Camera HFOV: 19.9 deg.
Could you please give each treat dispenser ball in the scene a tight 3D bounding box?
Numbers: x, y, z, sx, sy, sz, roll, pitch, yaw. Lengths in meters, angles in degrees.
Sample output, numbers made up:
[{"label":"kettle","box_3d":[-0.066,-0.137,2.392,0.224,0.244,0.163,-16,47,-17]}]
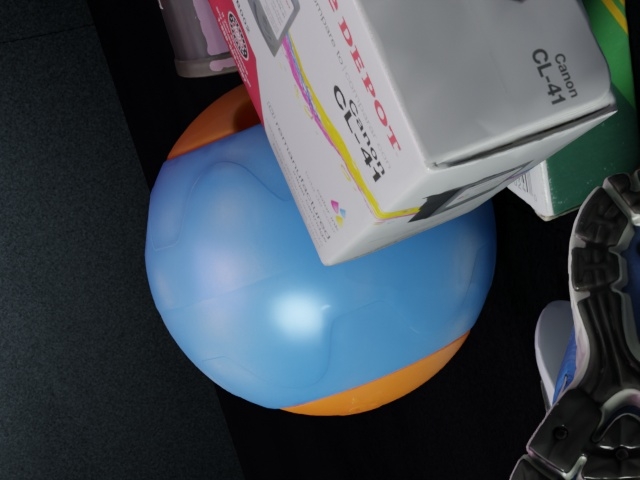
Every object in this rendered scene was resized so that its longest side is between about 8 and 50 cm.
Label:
[{"label":"treat dispenser ball","box_3d":[0.000,0.000,1.498,0.288,0.288,0.288,159,90,-76]}]

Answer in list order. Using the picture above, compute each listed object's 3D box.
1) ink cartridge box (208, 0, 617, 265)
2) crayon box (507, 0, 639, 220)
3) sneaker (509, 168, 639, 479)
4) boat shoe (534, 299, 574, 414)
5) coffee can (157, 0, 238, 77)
[{"label":"ink cartridge box","box_3d":[0.043,-0.127,1.151,0.306,0.131,0.226,133,115,-75]},{"label":"crayon box","box_3d":[0.116,-0.198,1.206,0.202,0.081,0.318,-132,25,-55]},{"label":"sneaker","box_3d":[0.194,0.128,1.117,0.147,0.130,0.330,67,-144,-59]},{"label":"boat shoe","box_3d":[0.187,0.115,1.388,0.040,0.049,0.142,110,157,-58]},{"label":"coffee can","box_3d":[-0.061,-0.294,1.489,0.201,0.202,0.275,-155,47,-70]}]
